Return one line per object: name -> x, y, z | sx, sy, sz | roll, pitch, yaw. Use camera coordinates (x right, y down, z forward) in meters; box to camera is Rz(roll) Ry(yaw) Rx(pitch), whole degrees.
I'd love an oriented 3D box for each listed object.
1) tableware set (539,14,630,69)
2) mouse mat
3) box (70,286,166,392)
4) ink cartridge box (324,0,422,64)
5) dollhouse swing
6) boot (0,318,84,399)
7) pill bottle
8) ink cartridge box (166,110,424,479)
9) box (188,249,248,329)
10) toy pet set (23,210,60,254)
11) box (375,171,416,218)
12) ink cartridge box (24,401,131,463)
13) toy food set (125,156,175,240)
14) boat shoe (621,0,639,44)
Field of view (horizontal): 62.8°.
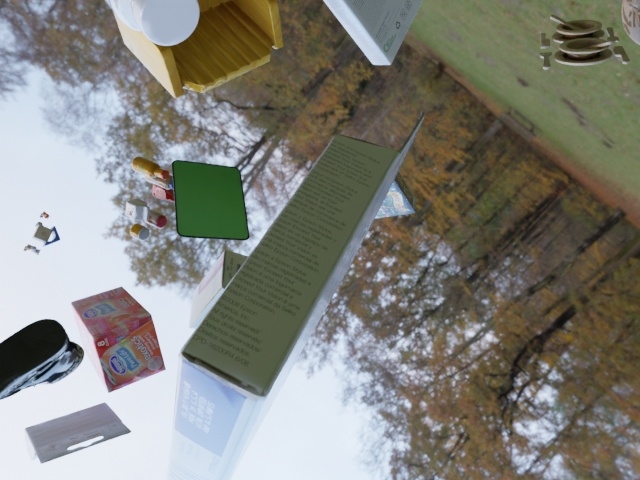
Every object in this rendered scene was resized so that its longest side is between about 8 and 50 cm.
tableware set -> 0.446, -0.349, 0.899 | 0.128, 0.039, 0.194 | 2, -143, 19
mouse mat -> -0.229, -0.084, 1.093 | 0.152, 0.007, 0.190 | 4, -120, -27
box -> -0.517, 0.236, 1.325 | 0.142, 0.154, 0.300 | -18, -160, -30
ink cartridge box -> 0.083, -0.422, 0.782 | 0.045, 0.223, 0.224 | 16, 164, 42
dollhouse swing -> -0.285, -0.597, 1.237 | 0.346, 0.305, 0.315 | -35, -107, -27
boot -> -0.504, 0.223, 0.845 | 0.085, 0.236, 0.179 | 55, 160, 11
pill bottle -> -0.248, -0.357, 0.726 | 0.187, 0.112, 0.112 | 50, -157, 25
ink cartridge box -> -0.031, 0.064, 0.521 | 0.071, 0.324, 0.330 | 27, -130, 4
box -> -0.247, 0.153, 1.448 | 0.148, 0.232, 0.127 | 19, -134, -27
toy pet set -> -0.782, -0.018, 1.498 | 0.065, 0.122, 0.114 | 28, 159, -31
box -> 0.130, -0.132, 1.327 | 0.233, 0.159, 0.044 | 43, -133, -51
ink cartridge box -> -0.554, 0.453, 1.196 | 0.189, 0.066, 0.232 | -11, -168, -36
toy food set -> -0.435, -0.101, 1.395 | 0.104, 0.232, 0.111 | 23, -156, 23
boat shoe -> 0.463, -0.219, 0.454 | 0.341, 0.122, 0.110 | 26, -125, 34
